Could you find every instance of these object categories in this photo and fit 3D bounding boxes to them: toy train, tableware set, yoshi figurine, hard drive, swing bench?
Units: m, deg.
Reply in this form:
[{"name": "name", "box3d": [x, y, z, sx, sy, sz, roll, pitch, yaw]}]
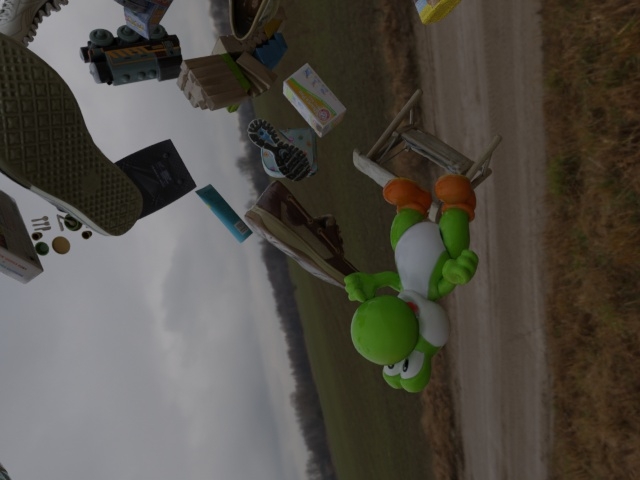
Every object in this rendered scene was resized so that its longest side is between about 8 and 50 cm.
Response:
[{"name": "toy train", "box3d": [-0.623, -0.618, 1.727, 0.190, 0.333, 0.142, 61, 153, 20]}, {"name": "tableware set", "box3d": [-0.651, -0.014, 1.288, 0.024, 0.154, 0.104, -86, -12, -77]}, {"name": "yoshi figurine", "box3d": [0.147, 0.062, 0.855, 0.203, 0.202, 0.362, 115, 167, -75]}, {"name": "hard drive", "box3d": [-0.500, -0.163, 1.442, 0.172, 0.254, 0.054, 64, 171, -24]}, {"name": "swing bench", "box3d": [0.258, -0.191, 1.272, 0.253, 0.255, 0.165, 40, 167, 22]}]

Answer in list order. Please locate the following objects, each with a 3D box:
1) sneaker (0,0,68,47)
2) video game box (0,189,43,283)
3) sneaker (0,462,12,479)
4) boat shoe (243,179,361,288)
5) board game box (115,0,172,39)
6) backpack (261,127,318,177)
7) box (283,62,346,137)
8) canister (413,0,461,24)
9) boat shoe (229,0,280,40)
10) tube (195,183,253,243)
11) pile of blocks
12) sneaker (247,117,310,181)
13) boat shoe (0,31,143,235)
[{"name": "sneaker", "box3d": [-0.787, -0.602, 1.337, 0.118, 0.110, 0.292, 70, -142, -58]}, {"name": "video game box", "box3d": [-0.564, -0.043, 0.843, 0.205, 0.048, 0.187, 49, 172, 32]}, {"name": "sneaker", "box3d": [-0.743, 0.515, 1.014, 0.150, 0.135, 0.366, 31, 173, 23]}, {"name": "boat shoe", "box3d": [0.000, 0.000, 1.070, 0.342, 0.123, 0.123, 38, 168, -31]}, {"name": "board game box", "box3d": [-0.351, -0.516, 1.051, 0.194, 0.060, 0.194, -55, 7, 18]}, {"name": "backpack", "box3d": [-0.105, -0.290, 1.694, 0.144, 0.188, 0.166, 32, -125, -89]}, {"name": "box", "box3d": [-0.021, -0.462, 1.703, 0.203, 0.103, 0.114, 50, 173, 0]}, {"name": "canister", "box3d": [0.228, -0.561, 1.074, 0.170, 0.073, 0.126, 68, 165, -1]}, {"name": "boat shoe", "box3d": [-0.103, -0.467, 0.859, 0.285, 0.104, 0.089, 107, -175, -59]}, {"name": "tube", "box3d": [-0.293, -0.085, 1.573, 0.207, 0.052, 0.080, 50, -152, -4]}, {"name": "pile of blocks", "box3d": [-0.165, -0.362, 1.082, 0.112, 0.149, 0.362, -41, 15, 51]}, {"name": "sneaker", "box3d": [-0.080, -0.192, 1.048, 0.162, 0.063, 0.073, 48, -166, -24]}, {"name": "boat shoe", "box3d": [-0.512, -0.173, 0.956, 0.187, 0.156, 0.500, -59, -21, -19]}]
